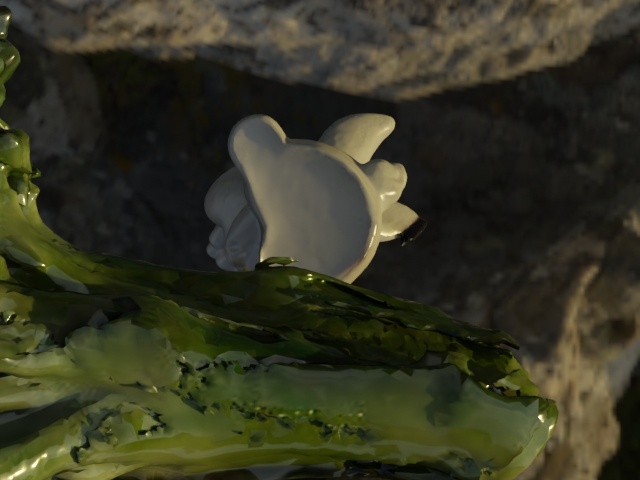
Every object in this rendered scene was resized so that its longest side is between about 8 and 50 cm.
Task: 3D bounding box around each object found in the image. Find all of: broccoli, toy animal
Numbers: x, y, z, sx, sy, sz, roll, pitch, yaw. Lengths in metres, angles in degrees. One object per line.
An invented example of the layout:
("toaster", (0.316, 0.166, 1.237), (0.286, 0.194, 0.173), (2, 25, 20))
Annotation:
("broccoli", (-0.076, 0.045, 0.455), (0.275, 0.198, 0.177), (24, 128, 2))
("toy animal", (0.000, 0.000, 0.852), (0.127, 0.182, 0.131), (-13, 91, -2))

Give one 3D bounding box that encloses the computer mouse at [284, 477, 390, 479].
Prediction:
("computer mouse", (-0.042, 0.156, 0.871), (0.170, 0.269, 0.100), (-29, 138, 19))
